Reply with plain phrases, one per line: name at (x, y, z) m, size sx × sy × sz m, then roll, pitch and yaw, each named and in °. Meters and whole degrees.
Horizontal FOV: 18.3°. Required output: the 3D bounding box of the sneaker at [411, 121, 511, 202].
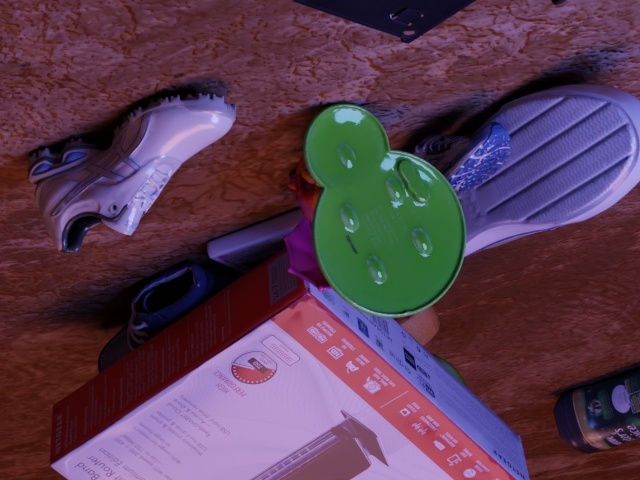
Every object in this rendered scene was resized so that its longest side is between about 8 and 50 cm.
sneaker at (0.099, -0.063, 1.591) m, size 0.052 × 0.058 × 0.135 m, roll -13°, pitch 160°, yaw -39°

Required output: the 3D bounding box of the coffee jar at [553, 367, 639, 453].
coffee jar at (0.387, 0.206, 2.476) m, size 0.184 × 0.079 × 0.096 m, roll -22°, pitch 158°, yaw 27°

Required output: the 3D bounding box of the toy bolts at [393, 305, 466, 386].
toy bolts at (-0.001, 0.096, 1.939) m, size 0.228 × 0.158 × 0.218 m, roll -23°, pitch -159°, yaw 0°

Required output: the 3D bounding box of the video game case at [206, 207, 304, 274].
video game case at (0.000, 0.000, 1.768) m, size 0.157 × 0.019 × 0.143 m, roll -19°, pitch 159°, yaw 21°

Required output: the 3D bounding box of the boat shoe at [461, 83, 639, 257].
boat shoe at (0.170, -0.057, 1.626) m, size 0.094 × 0.109 × 0.302 m, roll -19°, pitch 177°, yaw -40°

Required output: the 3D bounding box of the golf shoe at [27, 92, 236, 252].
golf shoe at (-0.131, -0.047, 1.463) m, size 0.176 × 0.086 × 0.069 m, roll -24°, pitch 156°, yaw 26°

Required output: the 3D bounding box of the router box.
router box at (-0.024, 0.193, 1.825) m, size 0.301 × 0.082 × 0.335 m, roll -35°, pitch 124°, yaw 20°

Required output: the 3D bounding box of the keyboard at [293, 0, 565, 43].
keyboard at (0.144, -0.210, 1.261) m, size 0.201 × 0.033 × 0.317 m, roll 14°, pitch 149°, yaw -39°

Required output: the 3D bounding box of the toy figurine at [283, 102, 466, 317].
toy figurine at (0.013, -0.019, 1.589) m, size 0.130 × 0.173 × 0.159 m, roll -32°, pitch -171°, yaw -22°

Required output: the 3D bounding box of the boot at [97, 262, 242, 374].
boot at (-0.154, 0.075, 1.826) m, size 0.190 × 0.069 × 0.086 m, roll -33°, pitch 146°, yaw 27°
